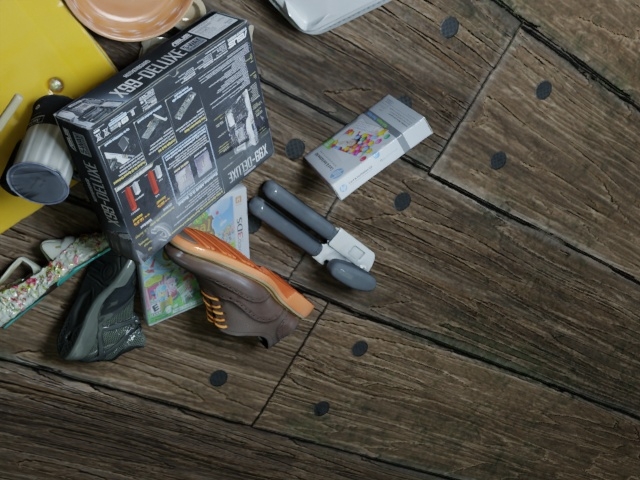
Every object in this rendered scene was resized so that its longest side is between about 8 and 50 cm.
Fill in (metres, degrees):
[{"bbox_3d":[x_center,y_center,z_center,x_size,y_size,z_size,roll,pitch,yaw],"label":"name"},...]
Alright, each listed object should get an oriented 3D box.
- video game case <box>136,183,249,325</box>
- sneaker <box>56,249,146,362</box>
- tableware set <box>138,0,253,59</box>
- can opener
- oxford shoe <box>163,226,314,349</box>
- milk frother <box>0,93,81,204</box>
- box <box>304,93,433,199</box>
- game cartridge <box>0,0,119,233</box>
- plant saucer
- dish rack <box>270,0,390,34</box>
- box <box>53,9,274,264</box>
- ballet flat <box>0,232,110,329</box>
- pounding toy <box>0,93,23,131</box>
[{"bbox_3d":[-0.210,0.023,1.375,0.212,0.023,0.193,-22,125,-35],"label":"video game case"},{"bbox_3d":[-0.336,0.105,1.374,0.130,0.087,0.228,23,94,-49],"label":"sneaker"},{"bbox_3d":[-0.189,-0.295,1.260,0.168,0.020,0.141,21,106,-30],"label":"tableware set"},{"bbox_3d":[0.000,0.000,1.451,0.283,0.095,0.076,36,98,-34],"label":"can opener"},{"bbox_3d":[-0.146,0.091,1.366,0.133,0.130,0.363,-53,138,-1],"label":"oxford shoe"},{"bbox_3d":[-0.362,-0.104,1.159,0.143,0.135,0.129,28,137,-27],"label":"milk frother"},{"bbox_3d":[0.076,-0.159,1.370,0.186,0.145,0.038,-37,122,-1],"label":"box"},{"bbox_3d":[-0.451,-0.188,1.191,0.323,0.053,0.285,-34,124,-1],"label":"game cartridge"},{"bbox_3d":[-0.268,-0.380,1.144,0.200,0.037,0.200,-13,123,-20],"label":"plant saucer"},{"bbox_3d":[-0.018,-0.429,1.129,0.285,0.072,0.333,-15,135,39],"label":"dish rack"},{"bbox_3d":[-0.207,-0.152,1.190,0.307,0.076,0.242,-45,143,-31],"label":"box"},{"bbox_3d":[-0.439,0.047,1.300,0.241,0.091,0.077,-37,102,-6],"label":"ballet flat"},{"bbox_3d":[-0.495,-0.191,1.091,0.181,0.094,0.206,-18,132,-17],"label":"pounding toy"}]
